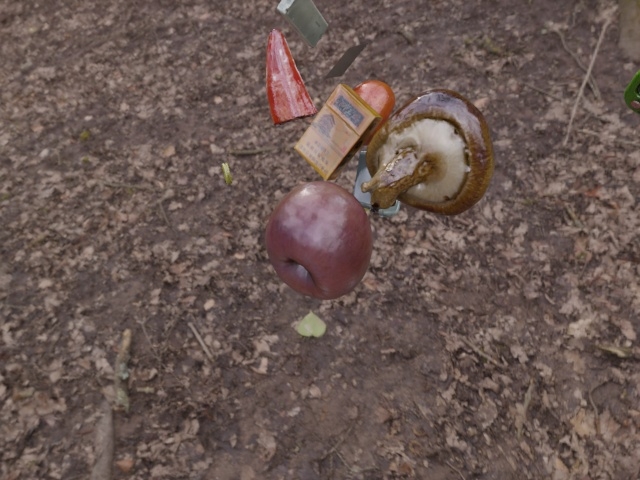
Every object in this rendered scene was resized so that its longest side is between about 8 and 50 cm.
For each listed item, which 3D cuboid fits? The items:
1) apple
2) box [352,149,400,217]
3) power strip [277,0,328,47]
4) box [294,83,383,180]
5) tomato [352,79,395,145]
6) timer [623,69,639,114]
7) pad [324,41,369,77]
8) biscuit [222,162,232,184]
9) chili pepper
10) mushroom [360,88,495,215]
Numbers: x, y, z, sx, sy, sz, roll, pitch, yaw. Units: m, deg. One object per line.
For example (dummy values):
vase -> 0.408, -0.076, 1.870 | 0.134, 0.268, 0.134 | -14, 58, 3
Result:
apple -> 0.000, 0.000, 1.259 | 0.305, 0.306, 0.235 | 16, 53, 34
box -> 0.209, -0.212, 1.747 | 0.135, 0.163, 0.243 | 16, 103, 29
power strip -> -0.057, -0.788, 1.734 | 0.043, 0.367, 0.106 | 39, 101, 11
box -> 0.056, -0.360, 1.657 | 0.174, 0.076, 0.274 | 47, 117, 14
tomato -> 0.174, -0.495, 1.897 | 0.260, 0.180, 0.260 | -57, 11, 17
timer -> 0.665, -0.276, 0.942 | 0.140, 0.128, 0.047 | 41, 82, 20
pad -> 0.101, -0.716, 1.963 | 0.170, 0.006, 0.245 | -51, 21, 2
biscuit -> -0.353, -0.253, 1.862 | 0.023, 0.084, 0.084 | -16, 47, -12
chili pepper -> -0.067, -0.306, 0.915 | 0.088, 0.169, 0.065 | -14, 12, 1
mushroom -> 0.278, -0.200, 1.278 | 0.345, 0.346, 0.259 | 5, 31, 29
